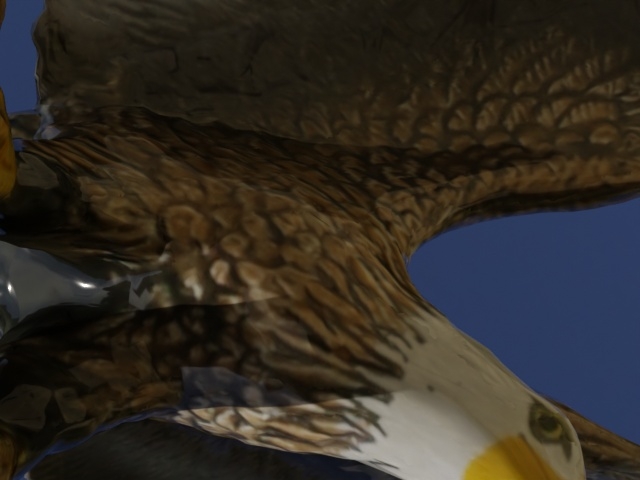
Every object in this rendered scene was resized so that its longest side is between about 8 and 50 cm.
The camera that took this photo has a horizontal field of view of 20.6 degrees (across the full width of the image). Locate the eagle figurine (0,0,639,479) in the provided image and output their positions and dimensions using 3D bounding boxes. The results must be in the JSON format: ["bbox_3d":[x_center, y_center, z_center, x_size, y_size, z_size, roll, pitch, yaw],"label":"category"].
[{"bbox_3d":[0.006,0.008,0.440,0.298,0.226,0.225,-8,-113,-48],"label":"eagle figurine"}]
